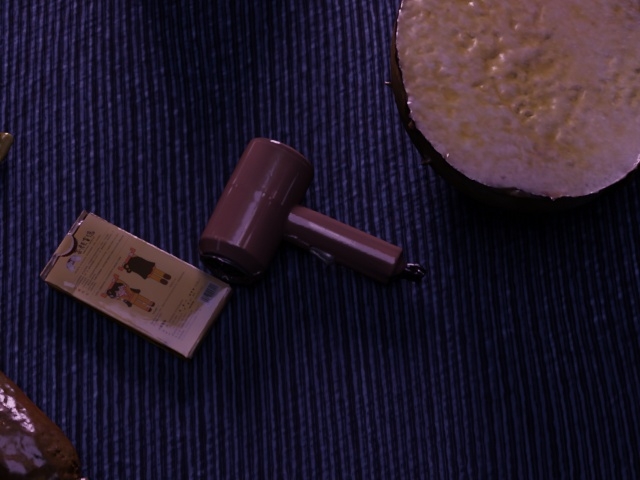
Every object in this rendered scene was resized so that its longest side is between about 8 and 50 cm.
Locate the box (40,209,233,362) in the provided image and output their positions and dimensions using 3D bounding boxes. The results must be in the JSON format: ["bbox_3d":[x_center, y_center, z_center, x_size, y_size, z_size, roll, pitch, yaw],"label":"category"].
[{"bbox_3d":[-0.153,0.037,1.301,0.149,0.020,0.073,28,73,12],"label":"box"}]

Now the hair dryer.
[{"bbox_3d":[0.000,0.000,1.292,0.182,0.064,0.117,23,71,5],"label":"hair dryer"}]

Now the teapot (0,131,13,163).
[{"bbox_3d":[-0.346,-0.100,1.320,0.166,0.130,0.119,30,86,-19],"label":"teapot"}]

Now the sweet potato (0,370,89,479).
[{"bbox_3d":[-0.282,0.114,1.250,0.075,0.075,0.273,-37,68,-12],"label":"sweet potato"}]

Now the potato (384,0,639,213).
[{"bbox_3d":[0.172,-0.127,1.308,0.239,0.116,0.299,4,57,-3],"label":"potato"}]
